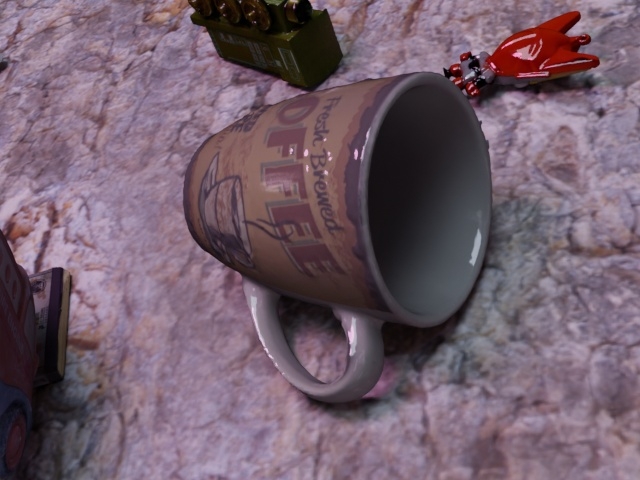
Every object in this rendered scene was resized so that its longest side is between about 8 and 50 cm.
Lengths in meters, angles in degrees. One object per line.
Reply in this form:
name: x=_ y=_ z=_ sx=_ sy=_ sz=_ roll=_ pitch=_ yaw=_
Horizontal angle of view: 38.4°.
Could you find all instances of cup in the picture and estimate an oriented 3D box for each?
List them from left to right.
cup: x=0.000 y=0.000 z=0.882 sx=0.257 sy=0.227 sz=0.301 roll=1 pitch=78 yaw=40

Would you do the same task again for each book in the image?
book: x=-0.392 y=0.118 z=1.022 sx=0.231 sy=0.026 sz=0.157 roll=-17 pitch=45 yaw=6

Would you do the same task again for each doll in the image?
doll: x=0.225 y=-0.209 z=1.056 sx=0.169 sy=0.057 sz=0.109 roll=-11 pitch=43 yaw=11

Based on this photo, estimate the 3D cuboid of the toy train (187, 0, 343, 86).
toy train: x=-0.083 y=-0.287 z=1.201 sx=0.226 sy=0.137 sz=0.090 roll=25 pitch=60 yaw=42

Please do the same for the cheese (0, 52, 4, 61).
cheese: x=-0.551 y=-0.268 z=1.445 sx=0.121 sy=0.026 sz=0.067 roll=-17 pitch=44 yaw=7

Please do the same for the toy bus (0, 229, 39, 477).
toy bus: x=-0.368 y=0.076 z=0.860 sx=0.197 sy=0.294 sz=0.231 roll=4 pitch=49 yaw=4
